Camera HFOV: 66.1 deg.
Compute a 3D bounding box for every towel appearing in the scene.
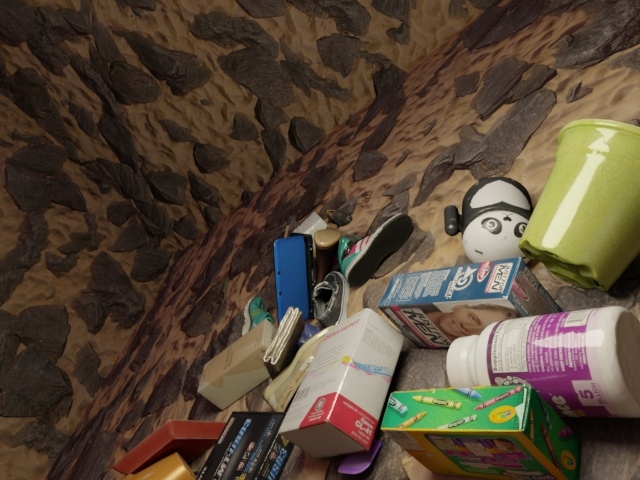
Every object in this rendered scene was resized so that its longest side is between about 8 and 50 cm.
[{"bbox_3d":[-0.106,0.318,1.475,0.282,0.049,0.187,90,-156,-61],"label":"towel"}]

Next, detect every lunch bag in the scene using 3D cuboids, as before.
[{"bbox_3d":[-0.032,0.315,1.528,0.067,0.065,0.098,95,-161,-54],"label":"lunch bag"}]

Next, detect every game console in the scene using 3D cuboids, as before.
[{"bbox_3d":[-0.113,0.127,1.682,0.173,0.293,0.250,-5,5,-24],"label":"game console"}]

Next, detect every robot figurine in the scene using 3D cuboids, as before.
[{"bbox_3d":[0.433,-0.048,1.204,0.209,0.173,0.278,-33,24,35],"label":"robot figurine"}]

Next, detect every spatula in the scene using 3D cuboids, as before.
[{"bbox_3d":[0.127,0.402,1.141,0.084,0.030,0.296,-21,31,46],"label":"spatula"}]

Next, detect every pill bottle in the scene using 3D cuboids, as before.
[{"bbox_3d":[0.375,0.214,0.840,0.301,0.169,0.169,-21,31,47],"label":"pill bottle"}]

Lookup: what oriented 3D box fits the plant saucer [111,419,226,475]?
[{"bbox_3d":[-0.454,0.649,1.523,0.258,0.259,0.048,-40,56,12],"label":"plant saucer"}]

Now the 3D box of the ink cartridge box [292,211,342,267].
[{"bbox_3d":[0.000,0.000,1.905,0.127,0.176,0.128,-45,21,1],"label":"ink cartridge box"}]

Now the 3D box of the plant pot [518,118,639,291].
[{"bbox_3d":[0.532,-0.051,0.959,0.254,0.276,0.276,-57,22,0],"label":"plant pot"}]

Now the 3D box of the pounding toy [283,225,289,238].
[{"bbox_3d":[-0.086,0.011,2.073,0.269,0.155,0.154,-38,18,19],"label":"pounding toy"}]

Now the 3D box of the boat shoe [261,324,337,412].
[{"bbox_3d":[-0.034,0.374,1.414,0.302,0.109,0.098,-46,62,-3],"label":"boat shoe"}]

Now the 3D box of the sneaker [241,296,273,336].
[{"bbox_3d":[-0.232,0.313,1.908,0.110,0.107,0.275,-22,30,6],"label":"sneaker"}]

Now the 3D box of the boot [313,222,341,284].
[{"bbox_3d":[0.018,0.061,1.732,0.248,0.090,0.207,-53,-28,-73],"label":"boot"}]

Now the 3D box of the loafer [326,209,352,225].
[{"bbox_3d":[0.076,-0.102,2.112,0.062,0.061,0.170,-51,22,-17],"label":"loafer"}]

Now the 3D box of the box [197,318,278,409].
[{"bbox_3d":[-0.261,0.425,1.683,0.311,0.121,0.148,-39,23,16],"label":"box"}]

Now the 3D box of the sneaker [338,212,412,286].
[{"bbox_3d":[0.168,0.008,1.676,0.295,0.124,0.178,-46,31,0],"label":"sneaker"}]

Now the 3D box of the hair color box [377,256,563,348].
[{"bbox_3d":[0.310,0.149,1.071,0.347,0.174,0.105,-16,36,53],"label":"hair color box"}]

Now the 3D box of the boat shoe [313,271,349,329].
[{"bbox_3d":[0.024,0.182,1.630,0.108,0.102,0.301,-36,23,23],"label":"boat shoe"}]

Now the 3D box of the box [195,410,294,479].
[{"bbox_3d":[-0.216,0.612,1.335,0.293,0.073,0.295,-19,32,47],"label":"box"}]

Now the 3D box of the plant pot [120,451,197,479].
[{"bbox_3d":[-0.459,0.727,1.422,0.188,0.205,0.205,-37,17,-22],"label":"plant pot"}]

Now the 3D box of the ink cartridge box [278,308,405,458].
[{"bbox_3d":[0.056,0.344,1.182,0.226,0.131,0.306,-39,16,49],"label":"ink cartridge box"}]

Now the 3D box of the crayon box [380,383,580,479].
[{"bbox_3d":[0.263,0.330,0.838,0.278,0.165,0.081,-22,31,45],"label":"crayon box"}]
